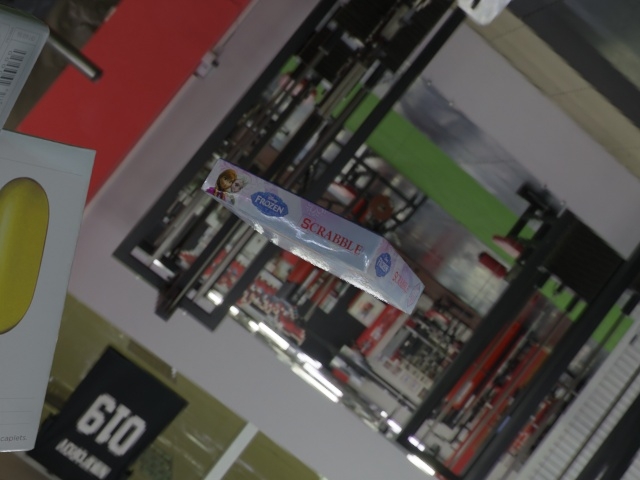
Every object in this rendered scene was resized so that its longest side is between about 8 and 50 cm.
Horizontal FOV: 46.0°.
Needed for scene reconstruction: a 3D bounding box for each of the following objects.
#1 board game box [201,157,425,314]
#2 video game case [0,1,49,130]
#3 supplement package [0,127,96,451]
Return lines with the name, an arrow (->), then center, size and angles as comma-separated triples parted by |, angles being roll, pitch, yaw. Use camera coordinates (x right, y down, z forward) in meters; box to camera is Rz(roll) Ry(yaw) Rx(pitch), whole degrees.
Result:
board game box -> 0.000, 0.000, 1.284 | 0.318, 0.066, 0.318 | 27, 174, 23
video game case -> -0.189, -0.012, 0.276 | 0.022, 0.190, 0.173 | 32, -170, 2
supplement package -> -0.347, 0.022, 0.638 | 0.199, 0.263, 0.198 | 11, -179, -44
